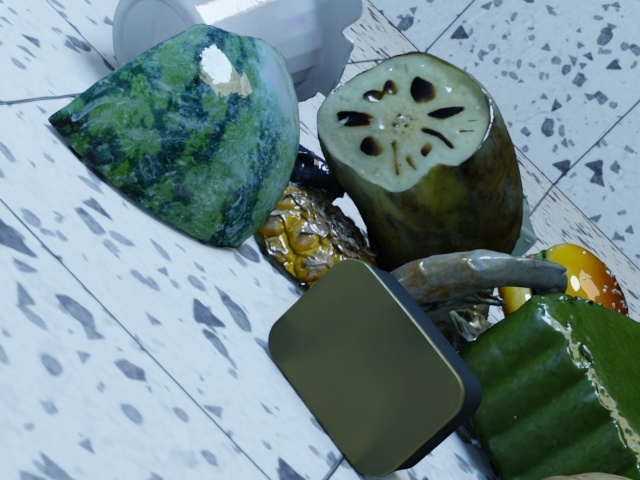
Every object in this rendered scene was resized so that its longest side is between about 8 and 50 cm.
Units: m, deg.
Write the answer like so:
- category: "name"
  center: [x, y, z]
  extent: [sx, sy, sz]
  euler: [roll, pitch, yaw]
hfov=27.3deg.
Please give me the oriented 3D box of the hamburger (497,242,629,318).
- category: "hamburger"
  center: [0.369, 0.116, 1.942]
  extent: [0.246, 0.170, 0.246]
  euler: [-20, 90, -73]

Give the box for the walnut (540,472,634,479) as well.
- category: "walnut"
  center: [0.266, 0.336, 1.236]
  extent: [0.225, 0.225, 0.261]
  euler: [22, 26, -51]

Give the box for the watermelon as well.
- category: "watermelon"
  center: [-0.131, -0.130, 1.480]
  extent: [0.256, 0.260, 0.176]
  euler: [54, -4, -30]

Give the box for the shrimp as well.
- category: "shrimp"
  center: [0.202, 0.081, 1.666]
  extent: [0.360, 0.247, 0.085]
  euler: [40, 39, -61]

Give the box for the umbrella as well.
- category: "umbrella"
  center: [-0.063, -0.122, 1.808]
  extent: [0.224, 0.080, 0.071]
  euler: [38, 53, -9]

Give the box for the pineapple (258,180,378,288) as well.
- category: "pineapple"
  center: [0.000, 0.000, 1.641]
  extent: [0.225, 0.076, 0.225]
  euler: [40, 15, -13]

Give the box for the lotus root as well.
- category: "lotus root"
  center: [0.144, -0.065, 1.745]
  extent: [0.250, 0.250, 0.346]
  euler: [59, -6, 40]

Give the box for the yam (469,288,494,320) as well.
- category: "yam"
  center: [0.245, 0.007, 2.011]
  extent: [0.066, 0.066, 0.299]
  euler: [37, 46, -22]

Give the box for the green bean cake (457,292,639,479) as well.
- category: "green bean cake"
  center: [0.329, 0.245, 1.620]
  extent: [0.335, 0.218, 0.319]
  euler: [10, 45, -51]

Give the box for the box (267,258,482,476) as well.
- category: "box"
  center: [0.059, 0.131, 1.353]
  extent: [0.201, 0.144, 0.090]
  euler: [50, 14, 22]

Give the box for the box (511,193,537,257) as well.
- category: "box"
  center: [0.253, -0.043, 2.203]
  extent: [0.210, 0.148, 0.129]
  euler: [29, 30, -33]

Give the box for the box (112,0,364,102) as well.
- category: "box"
  center: [-0.113, -0.254, 1.641]
  extent: [0.206, 0.291, 0.262]
  euler: [-30, 113, -41]
